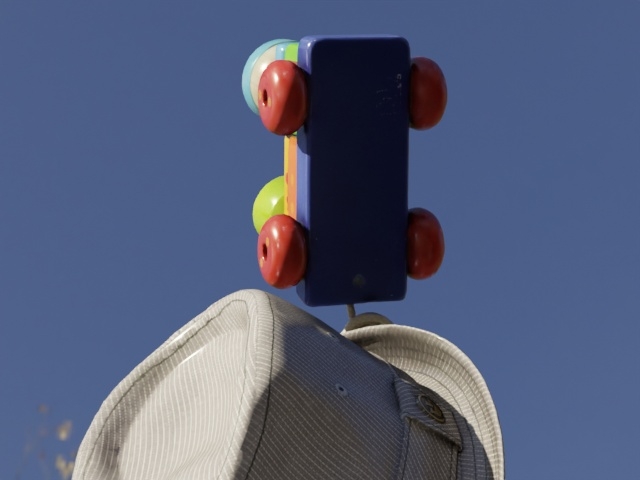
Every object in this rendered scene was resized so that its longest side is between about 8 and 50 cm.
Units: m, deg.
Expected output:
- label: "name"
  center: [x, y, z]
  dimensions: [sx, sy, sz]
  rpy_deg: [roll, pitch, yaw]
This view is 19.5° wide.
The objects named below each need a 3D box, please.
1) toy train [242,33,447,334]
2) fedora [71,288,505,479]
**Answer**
- label: "toy train"
  center: [0.000, 0.000, 1.106]
  dimensions: [0.105, 0.143, 0.248]
  rpy_deg: [-3, -80, -20]
- label: "fedora"
  center: [-0.037, 0.124, 0.920]
  dimensions: [0.244, 0.275, 0.124]
  rpy_deg: [-33, -60, 23]
